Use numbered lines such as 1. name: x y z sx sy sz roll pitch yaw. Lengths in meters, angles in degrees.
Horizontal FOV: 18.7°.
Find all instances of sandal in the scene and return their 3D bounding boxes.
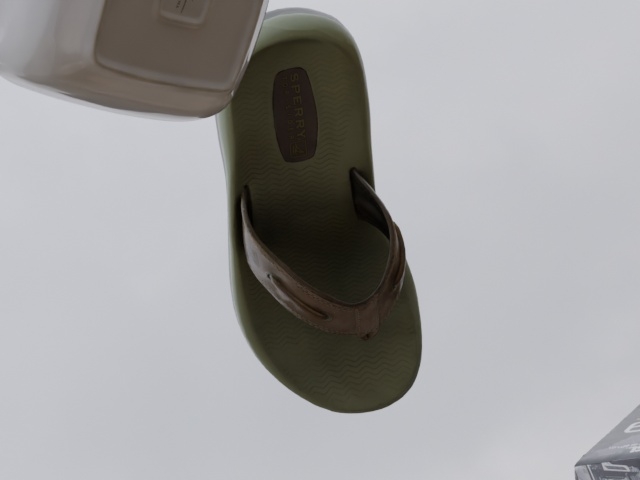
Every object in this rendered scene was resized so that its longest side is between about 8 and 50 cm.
1. sandal: -0.002 -0.001 1.220 0.120 0.086 0.302 -21 -53 -8

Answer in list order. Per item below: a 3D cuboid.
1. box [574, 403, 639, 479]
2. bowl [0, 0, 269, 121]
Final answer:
1. box: 0.371 0.144 1.428 0.307 0.076 0.242 -11 7 30
2. bowl: -0.078 -0.126 0.940 0.142 0.053 0.142 10 -80 -43
